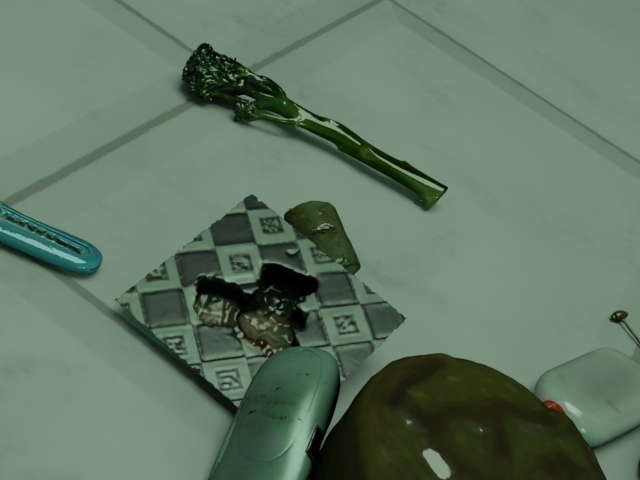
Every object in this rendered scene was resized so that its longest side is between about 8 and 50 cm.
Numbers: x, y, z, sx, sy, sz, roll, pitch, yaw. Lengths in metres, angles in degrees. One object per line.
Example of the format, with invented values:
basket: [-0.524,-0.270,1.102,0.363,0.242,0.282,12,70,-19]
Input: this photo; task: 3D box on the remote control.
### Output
remote control: [-0.047,0.192,1.094,0.097,0.045,0.256,4,45,19]

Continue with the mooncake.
mooncake: [0.136,0.243,1.099,0.284,0.156,0.284,19,37,-15]

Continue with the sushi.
sushi: [-0.064,0.086,1.247,0.231,0.047,0.219,39,53,15]

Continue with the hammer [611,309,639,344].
hammer: [0.425,0.140,1.523,0.029,0.014,0.123,-13,54,-30]

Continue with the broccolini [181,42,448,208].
broccolini: [-0.012,-0.143,1.560,0.392,0.074,0.079,30,-5,2]

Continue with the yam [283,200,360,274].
yam: [0.000,0.000,1.378,0.069,0.070,0.146,4,43,-28]

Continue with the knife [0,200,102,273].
knife: [-0.333,-0.024,1.229,0.221,0.031,0.064,26,32,-2]

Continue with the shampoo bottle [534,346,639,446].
shampoo bottle: [0.304,0.190,1.351,0.220,0.051,0.108,-13,55,-42]
